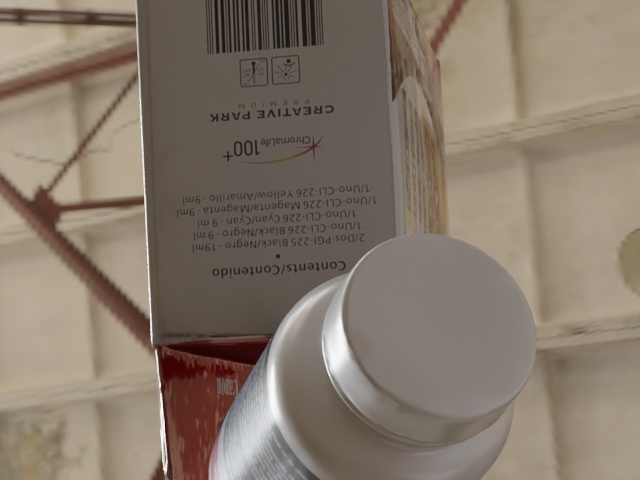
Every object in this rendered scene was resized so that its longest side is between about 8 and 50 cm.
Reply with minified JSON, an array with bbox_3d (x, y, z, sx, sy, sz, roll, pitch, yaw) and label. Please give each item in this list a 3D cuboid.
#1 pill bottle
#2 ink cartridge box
[{"bbox_3d":[0.021,0.075,0.710,0.108,0.108,0.180,58,-29,17],"label":"pill bottle"},{"bbox_3d":[0.000,0.000,0.936,0.130,0.309,0.271,-4,-96,9],"label":"ink cartridge box"}]
